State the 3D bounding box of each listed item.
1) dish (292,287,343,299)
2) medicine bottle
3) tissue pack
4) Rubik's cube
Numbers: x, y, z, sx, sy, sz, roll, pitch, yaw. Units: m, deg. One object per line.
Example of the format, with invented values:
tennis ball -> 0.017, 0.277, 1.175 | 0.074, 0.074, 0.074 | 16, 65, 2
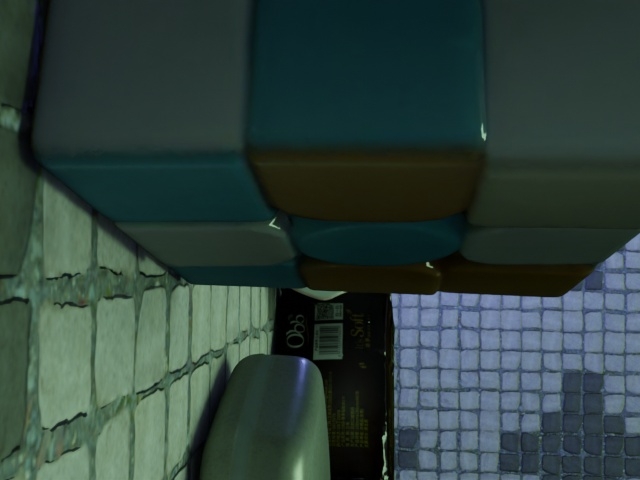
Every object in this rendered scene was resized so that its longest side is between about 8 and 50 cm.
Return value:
dish -> -0.016, 0.034, 1.304 | 0.234, 0.154, 0.064 | -81, -164, -62
medicine bottle -> -0.051, 0.330, 0.872 | 0.282, 0.122, 0.375 | -73, 164, -68
tissue pack -> 0.020, 0.252, 1.306 | 0.198, 0.209, 0.370 | 73, 18, -51
Rubik's cube -> 0.041, -0.156, 0.564 | 0.344, 0.346, 0.347 | 75, 16, -76
